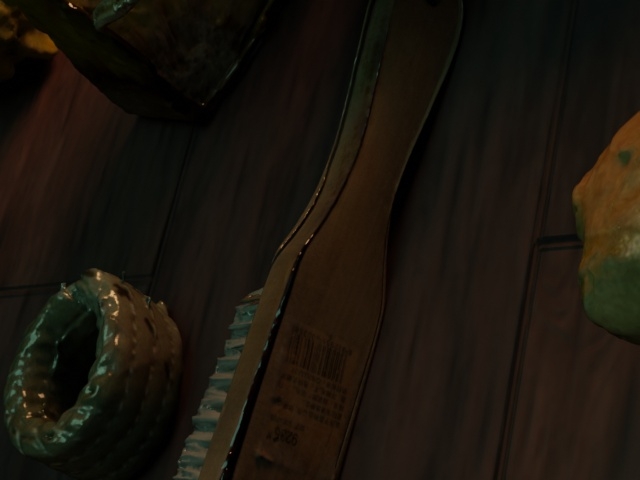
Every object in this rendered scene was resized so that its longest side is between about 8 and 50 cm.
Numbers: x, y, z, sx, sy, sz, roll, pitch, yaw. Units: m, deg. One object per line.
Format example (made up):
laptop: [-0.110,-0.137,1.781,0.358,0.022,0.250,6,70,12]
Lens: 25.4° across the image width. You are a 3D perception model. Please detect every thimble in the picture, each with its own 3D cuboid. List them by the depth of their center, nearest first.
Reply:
thimble: [-0.120,0.073,0.764,0.084,0.062,0.110,4,68,40]

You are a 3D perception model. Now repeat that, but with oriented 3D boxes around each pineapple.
pineapple: [-0.099,-0.164,0.839,0.236,0.186,0.114,-24,26,-33]

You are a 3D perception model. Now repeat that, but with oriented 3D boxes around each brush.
brush: [0.000,0.000,0.714,0.065,0.070,0.327,-6,59,49]

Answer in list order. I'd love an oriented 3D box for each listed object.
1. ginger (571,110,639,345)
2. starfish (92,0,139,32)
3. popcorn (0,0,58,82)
ginger: [0.293,-0.083,0.498,0.363,0.122,0.348,10,69,49]
starfish: [-0.090,-0.212,0.706,0.238,0.057,0.213,-9,78,26]
popcorn: [-0.273,-0.189,0.957,0.168,0.195,0.173,27,88,38]
